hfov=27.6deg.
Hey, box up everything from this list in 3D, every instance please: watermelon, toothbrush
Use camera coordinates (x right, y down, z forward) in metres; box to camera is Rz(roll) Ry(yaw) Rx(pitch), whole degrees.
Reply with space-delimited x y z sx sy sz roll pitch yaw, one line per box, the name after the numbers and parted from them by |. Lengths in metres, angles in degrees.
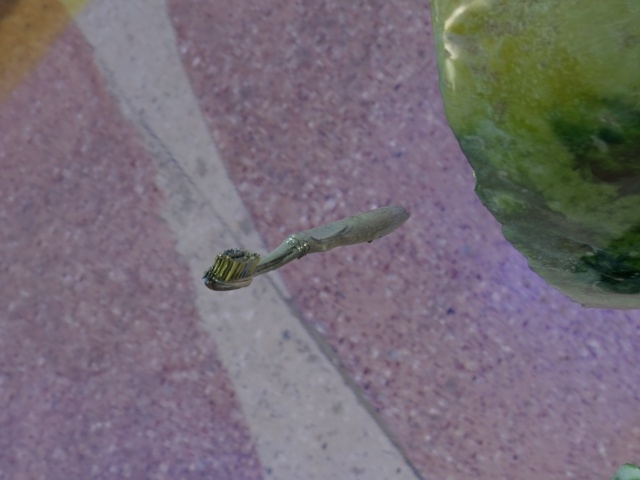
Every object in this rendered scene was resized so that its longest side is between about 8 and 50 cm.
0.155 -0.104 0.627 0.232 0.310 0.193 -42 26 -21 | watermelon
0.000 0.000 1.379 0.035 0.413 0.042 41 116 17 | toothbrush

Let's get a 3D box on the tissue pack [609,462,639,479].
0.256 0.270 0.692 0.128 0.228 0.311 -34 17 -12 | tissue pack
